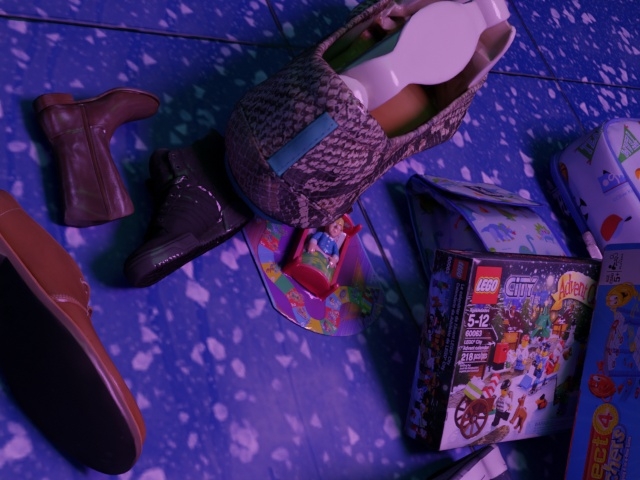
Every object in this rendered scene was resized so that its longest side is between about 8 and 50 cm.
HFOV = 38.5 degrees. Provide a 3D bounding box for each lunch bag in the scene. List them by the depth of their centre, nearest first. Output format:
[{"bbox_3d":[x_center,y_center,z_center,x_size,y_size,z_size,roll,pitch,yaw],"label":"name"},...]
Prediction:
[{"bbox_3d":[0.162,-0.002,0.900,0.129,0.096,0.151,4,47,-40],"label":"lunch bag"},{"bbox_3d":[0.419,-0.027,1.130,0.303,0.115,0.243,-7,67,-45],"label":"lunch bag"}]

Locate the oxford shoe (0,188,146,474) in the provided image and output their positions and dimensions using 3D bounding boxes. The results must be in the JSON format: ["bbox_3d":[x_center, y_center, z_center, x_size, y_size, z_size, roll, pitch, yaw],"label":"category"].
[{"bbox_3d":[-0.167,0.048,0.581,0.212,0.076,0.076,55,30,6],"label":"oxford shoe"}]

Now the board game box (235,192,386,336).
[{"bbox_3d":[0.000,0.000,0.793,0.133,0.033,0.168,-5,63,-44],"label":"board game box"}]

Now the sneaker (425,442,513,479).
[{"bbox_3d":[0.117,0.239,0.644,0.226,0.086,0.163,6,56,-63],"label":"sneaker"}]

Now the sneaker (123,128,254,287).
[{"bbox_3d":[-0.111,-0.030,0.706,0.089,0.051,0.170,53,35,3],"label":"sneaker"}]

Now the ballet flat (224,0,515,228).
[{"bbox_3d":[0.085,-0.163,0.849,0.164,0.182,0.483,50,35,-5],"label":"ballet flat"}]

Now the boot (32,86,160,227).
[{"bbox_3d":[-0.156,-0.061,0.696,0.106,0.037,0.114,-11,64,-31],"label":"boot"}]

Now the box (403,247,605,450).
[{"bbox_3d":[0.181,0.093,0.807,0.233,0.044,0.159,3,99,-40],"label":"box"}]

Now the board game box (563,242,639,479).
[{"bbox_3d":[0.365,0.187,0.835,0.308,0.086,0.302,20,78,-30],"label":"board game box"}]
